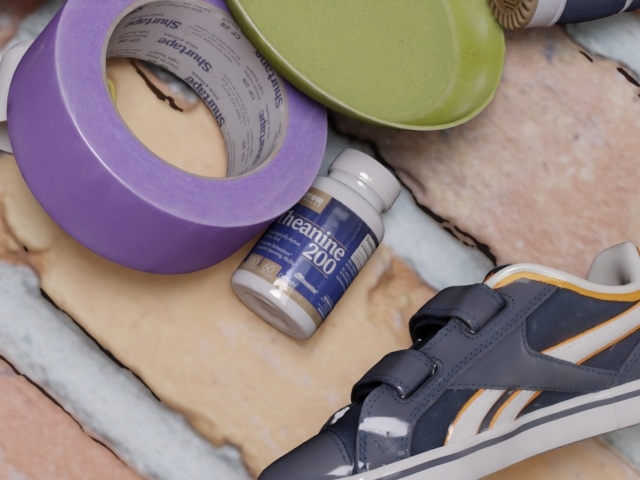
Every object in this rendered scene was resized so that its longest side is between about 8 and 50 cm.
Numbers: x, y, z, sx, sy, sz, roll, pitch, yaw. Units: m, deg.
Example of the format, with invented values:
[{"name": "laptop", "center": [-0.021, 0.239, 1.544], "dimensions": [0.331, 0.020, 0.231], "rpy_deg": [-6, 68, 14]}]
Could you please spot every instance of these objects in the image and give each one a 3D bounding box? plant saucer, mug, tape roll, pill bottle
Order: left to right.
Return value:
[{"name": "mug", "center": [-0.181, -0.093, 1.051], "dimensions": [0.078, 0.062, 0.064], "rpy_deg": [19, 63, -39]}, {"name": "tape roll", "center": [-0.095, -0.080, 1.011], "dimensions": [0.189, 0.080, 0.189], "rpy_deg": [16, 59, -28]}, {"name": "pill bottle", "center": [0.000, 0.000, 1.057], "dimensions": [0.067, 0.067, 0.120], "rpy_deg": [37, 75, -2]}, {"name": "plant saucer", "center": [0.019, -0.168, 1.064], "dimensions": [0.241, 0.037, 0.241], "rpy_deg": [20, 52, -27]}]

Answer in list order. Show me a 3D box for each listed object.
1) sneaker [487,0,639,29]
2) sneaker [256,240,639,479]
[{"name": "sneaker", "center": [0.178, -0.283, 1.134], "dimensions": [0.153, 0.099, 0.282], "rpy_deg": [-5, 75, -18]}, {"name": "sneaker", "center": [0.090, 0.090, 1.029], "dimensions": [0.321, 0.126, 0.127], "rpy_deg": [-16, 87, -24]}]
